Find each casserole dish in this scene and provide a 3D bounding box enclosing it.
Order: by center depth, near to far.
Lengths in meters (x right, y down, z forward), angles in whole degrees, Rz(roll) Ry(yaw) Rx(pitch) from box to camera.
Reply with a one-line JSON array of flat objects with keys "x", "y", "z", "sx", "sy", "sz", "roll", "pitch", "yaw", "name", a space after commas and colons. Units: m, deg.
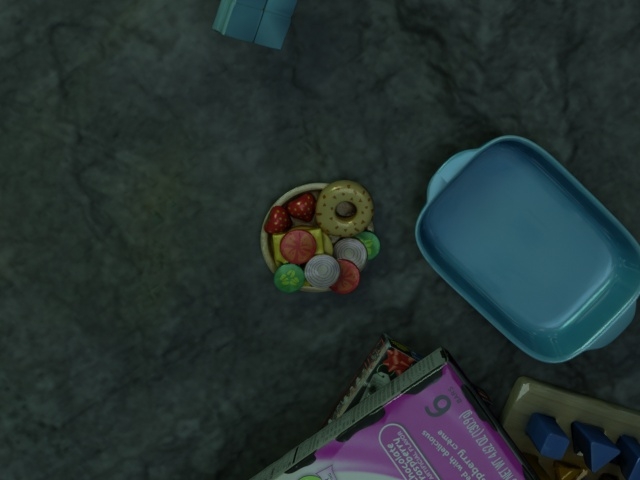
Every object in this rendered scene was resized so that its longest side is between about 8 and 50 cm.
[{"x": 0.148, "y": 0.004, "z": 0.828, "sx": 0.188, "sy": 0.037, "sz": 0.114, "roll": 41, "pitch": 98, "yaw": -17, "name": "casserole dish"}]

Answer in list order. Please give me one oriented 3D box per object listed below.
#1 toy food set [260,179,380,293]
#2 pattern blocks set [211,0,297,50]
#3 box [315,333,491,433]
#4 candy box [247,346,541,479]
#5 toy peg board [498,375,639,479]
[{"x": 0.000, "y": 0.000, "z": 0.813, "sx": 0.083, "sy": 0.020, "sz": 0.082, "roll": -9, "pitch": 108, "yaw": -6, "name": "toy food set"}, {"x": -0.039, "y": -0.281, "z": 0.658, "sx": 0.285, "sy": 0.026, "sz": 0.324, "roll": 21, "pitch": 100, "yaw": -41, "name": "pattern blocks set"}, {"x": 0.050, "y": 0.149, "z": 0.863, "sx": 0.094, "sy": 0.027, "sz": 0.137, "roll": 30, "pitch": 101, "yaw": -15, "name": "box"}, {"x": 0.037, "y": 0.206, "z": 0.807, "sx": 0.233, "sy": 0.071, "sz": 0.159, "roll": -36, "pitch": 90, "yaw": 5, "name": "candy box"}, {"x": 0.201, "y": 0.209, "z": 0.877, "sx": 0.161, "sy": 0.079, "sz": 0.160, "roll": 18, "pitch": 104, "yaw": -14, "name": "toy peg board"}]
